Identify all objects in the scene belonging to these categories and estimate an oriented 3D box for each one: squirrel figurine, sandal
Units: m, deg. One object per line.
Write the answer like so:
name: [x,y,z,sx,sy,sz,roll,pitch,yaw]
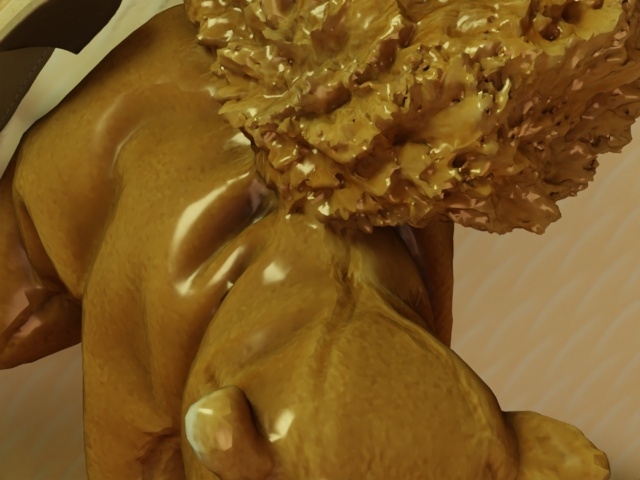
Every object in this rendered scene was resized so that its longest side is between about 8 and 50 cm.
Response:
squirrel figurine: [0.000,0.000,0.869,0.281,0.370,0.397,16,109,-16]
sandal: [-0.201,-0.103,0.970,0.240,0.088,0.079,-35,71,33]
